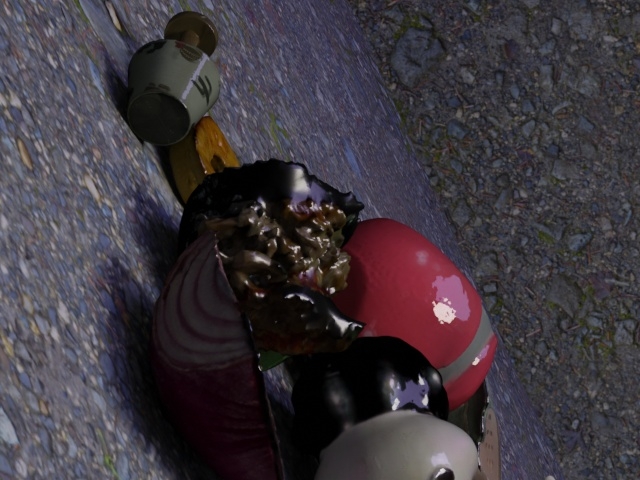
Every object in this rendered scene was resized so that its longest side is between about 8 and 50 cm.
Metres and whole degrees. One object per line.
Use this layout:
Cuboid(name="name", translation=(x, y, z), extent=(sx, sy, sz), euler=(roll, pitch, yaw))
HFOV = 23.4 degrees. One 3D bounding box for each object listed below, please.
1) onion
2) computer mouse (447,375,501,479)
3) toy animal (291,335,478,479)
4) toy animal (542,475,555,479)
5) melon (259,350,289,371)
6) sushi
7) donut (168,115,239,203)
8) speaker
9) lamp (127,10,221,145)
Cuboid(name="onion", translation=(-0.115, 0.150, 1.593), extent=(0.250, 0.111, 0.247), euler=(-117, -164, -54))
Cuboid(name="computer mouse", translation=(0.180, 0.293, 2.252), extent=(0.115, 0.199, 0.389), euler=(29, 50, -53))
Cuboid(name="toy animal", translation=(0.080, 0.260, 1.886), extent=(0.212, 0.212, 0.267), euler=(47, 20, -52))
Cuboid(name="toy animal", translation=(0.242, 0.405, 1.788), extent=(0.174, 0.289, 0.249), euler=(69, -16, -14))
Cuboid(name="melon", translation=(-0.077, 0.102, 2.000), extent=(0.114, 0.053, 0.262), euler=(43, 12, -7))
Cuboid(name="sushi", translation=(-0.060, 0.038, 1.809), extent=(0.238, 0.225, 0.219), euler=(5, 64, -26))
Cuboid(name="donut", translation=(-0.148, -0.086, 2.004), extent=(0.152, 0.058, 0.152), euler=(-23, 90, -78))
Cuboid(name="speaker", translation=(0.101, 0.118, 2.128), extent=(0.294, 0.294, 0.294), euler=(58, 13, -23))
Cuboid(name="lamp", translation=(-0.182, -0.213, 1.972), extent=(0.121, 0.121, 0.215), euler=(57, 27, -27))
